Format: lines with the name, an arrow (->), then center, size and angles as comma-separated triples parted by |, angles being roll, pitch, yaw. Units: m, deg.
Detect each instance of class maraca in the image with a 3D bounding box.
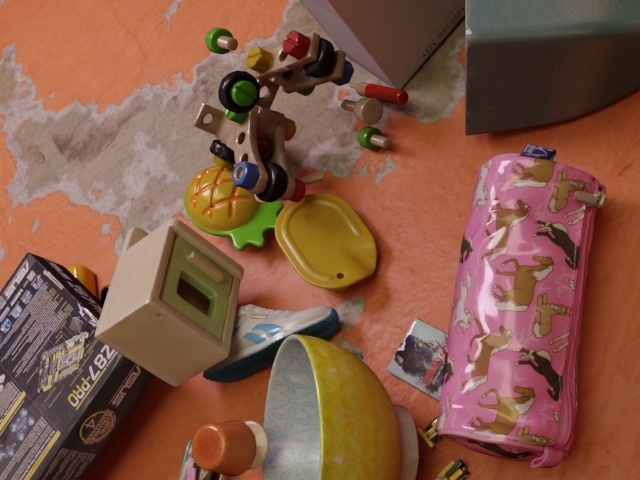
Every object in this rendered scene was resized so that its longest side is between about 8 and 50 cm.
maraca -> -0.144, -0.056, 1.300 | 0.186, 0.099, 0.127 | 36, 76, 26

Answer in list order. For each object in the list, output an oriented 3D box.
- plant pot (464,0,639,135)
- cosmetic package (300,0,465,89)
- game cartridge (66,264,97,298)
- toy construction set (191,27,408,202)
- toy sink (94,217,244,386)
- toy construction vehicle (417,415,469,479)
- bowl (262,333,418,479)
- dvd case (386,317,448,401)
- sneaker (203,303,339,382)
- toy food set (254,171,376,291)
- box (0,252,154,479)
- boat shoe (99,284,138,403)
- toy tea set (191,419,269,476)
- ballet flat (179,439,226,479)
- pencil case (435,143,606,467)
plant pot -> 0.323, -0.307, 1.075 | 0.253, 0.247, 0.247 | 0, 68, 11
cosmetic package -> 0.061, -0.412, 1.180 | 0.197, 0.365, 0.155 | -50, 54, 4
game cartridge -> -0.508, 0.235, 1.389 | 0.285, 0.053, 0.323 | -25, 55, 15
toy construction set -> -0.055, -0.210, 1.244 | 0.237, 0.309, 0.257 | 29, 125, 55
toy sink -> -0.214, 0.069, 1.197 | 0.131, 0.153, 0.234 | -32, 33, 28
toy construction vehicle -> 0.143, 0.285, 1.033 | 0.098, 0.035, 0.086 | -42, 56, 6
bowl -> 0.031, 0.265, 1.011 | 0.156, 0.289, 0.289 | 4, 64, -17
dvd case -> 0.159, 0.168, 1.089 | 0.119, 0.013, 0.087 | 27, 84, 34
sneaker -> -0.081, 0.135, 1.191 | 0.229, 0.087, 0.092 | -22, 58, 17
toy food set -> 0.000, 0.000, 1.223 | 0.128, 0.071, 0.217 | -26, 58, -11
box -> -0.474, 0.259, 1.265 | 0.318, 0.097, 0.394 | 33, 88, 37
boat shoe -> -0.341, 0.175, 1.324 | 0.073, 0.073, 0.206 | -20, 62, 18
toy tea set -> -0.139, 0.408, 1.064 | 0.200, 0.124, 0.336 | 29, 92, 34
ballet flat -> -0.182, 0.396, 1.146 | 0.079, 0.077, 0.221 | 12, 73, 18
pencil case -> 0.250, 0.082, 0.993 | 0.160, 0.167, 0.385 | 15, 74, -6
